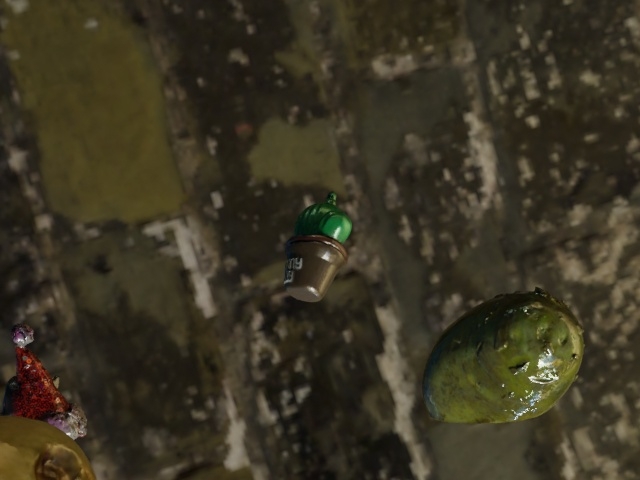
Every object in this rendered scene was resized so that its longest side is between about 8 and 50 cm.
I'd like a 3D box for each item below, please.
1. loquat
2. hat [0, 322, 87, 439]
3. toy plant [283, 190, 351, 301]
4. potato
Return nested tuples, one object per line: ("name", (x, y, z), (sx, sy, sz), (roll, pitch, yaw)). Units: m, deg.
("loquat", (-0.322, 0.271, 1.224), (0.213, 0.213, 0.213), (163, 90, -76))
("hat", (-0.472, 0.247, 2.029), (0.129, 0.140, 0.227), (2, 110, 59))
("toy plant", (0.000, 0.000, 2.066), (0.143, 0.105, 0.200), (-33, 39, 65))
("potato", (0.255, 0.175, 1.752), (0.298, 0.141, 0.176), (-42, 69, 49))
